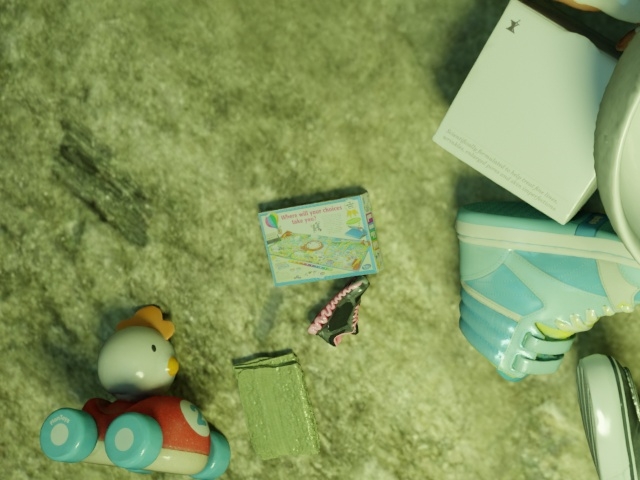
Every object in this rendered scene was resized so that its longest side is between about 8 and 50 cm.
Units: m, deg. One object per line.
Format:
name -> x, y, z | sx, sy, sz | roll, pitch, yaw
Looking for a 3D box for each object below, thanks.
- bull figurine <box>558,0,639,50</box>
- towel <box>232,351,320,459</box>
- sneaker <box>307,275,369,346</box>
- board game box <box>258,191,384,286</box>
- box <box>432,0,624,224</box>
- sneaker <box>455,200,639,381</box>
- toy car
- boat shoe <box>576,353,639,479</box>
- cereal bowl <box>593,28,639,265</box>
bull figurine -> 0.258, -0.300, 1.026 | 0.310, 0.188, 0.101 | 19, 146, 7
towel -> -0.060, 0.233, 1.407 | 0.110, 0.027, 0.148 | -12, 96, 27
sneaker -> 0.035, 0.095, 1.322 | 0.057, 0.047, 0.119 | 42, 124, 4
board game box -> 0.000, 0.000, 1.322 | 0.154, 0.026, 0.103 | -8, 99, 27
box -> 0.253, -0.147, 1.112 | 0.181, 0.119, 0.182 | 36, 115, 15
sneaker -> 0.300, 0.077, 1.144 | 0.319, 0.127, 0.208 | 12, 106, 33
toy car -> -0.245, 0.206, 1.424 | 0.210, 0.219, 0.238 | -1, 74, 26
boat shoe -> 0.378, 0.263, 1.152 | 0.119, 0.121, 0.335 | -16, 115, 11
cereal bowl -> 0.409, -0.113, 0.941 | 0.339, 0.141, 0.339 | -4, 118, -7
